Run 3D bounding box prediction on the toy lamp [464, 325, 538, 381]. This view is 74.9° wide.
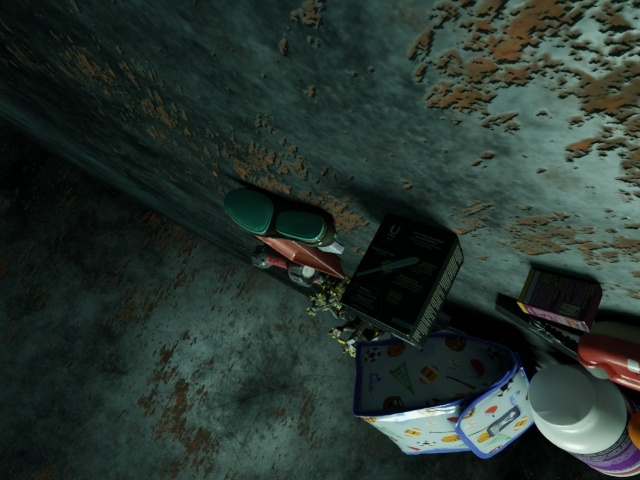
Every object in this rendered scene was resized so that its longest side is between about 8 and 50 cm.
[{"bbox_3d":[0.493,0.321,1.115,0.275,0.080,0.080,34,167,-21],"label":"toy lamp"}]

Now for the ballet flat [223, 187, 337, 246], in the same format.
[{"bbox_3d":[-0.085,-0.039,0.903,0.281,0.095,0.096,22,178,30],"label":"ballet flat"}]

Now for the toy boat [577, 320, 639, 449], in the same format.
[{"bbox_3d":[0.457,0.210,0.546,0.151,0.151,0.231,36,166,-33],"label":"toy boat"}]

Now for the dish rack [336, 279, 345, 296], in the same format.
[{"bbox_3d":[0.181,0.244,1.536,0.272,0.074,0.208,18,166,34],"label":"dish rack"}]

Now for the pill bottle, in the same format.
[{"bbox_3d":[0.592,0.389,0.919,0.323,0.181,0.181,36,166,-31],"label":"pill bottle"}]

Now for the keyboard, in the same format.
[{"bbox_3d":[0.390,0.156,0.725,0.180,0.023,0.108,33,178,26],"label":"keyboard"}]

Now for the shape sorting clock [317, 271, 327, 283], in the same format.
[{"bbox_3d":[-0.016,0.146,1.638,0.206,0.040,0.206,27,168,6],"label":"shape sorting clock"}]

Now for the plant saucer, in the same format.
[{"bbox_3d":[-0.081,0.008,1.187,0.258,0.047,0.259,37,166,-37],"label":"plant saucer"}]

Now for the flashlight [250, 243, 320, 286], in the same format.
[{"bbox_3d":[-0.134,0.083,1.469,0.103,0.103,0.304,-7,-168,-44],"label":"flashlight"}]

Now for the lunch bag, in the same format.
[{"bbox_3d":[0.322,0.390,1.042,0.386,0.238,0.328,-17,135,24],"label":"lunch bag"}]

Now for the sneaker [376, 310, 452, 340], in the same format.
[{"bbox_3d":[0.252,0.267,1.184,0.128,0.182,0.315,27,168,0],"label":"sneaker"}]

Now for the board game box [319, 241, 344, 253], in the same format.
[{"bbox_3d":[0.000,0.000,1.032,0.090,0.020,0.090,35,167,-27],"label":"board game box"}]

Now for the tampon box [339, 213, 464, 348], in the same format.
[{"bbox_3d":[0.131,0.063,0.653,0.120,0.161,0.101,23,167,31],"label":"tampon box"}]

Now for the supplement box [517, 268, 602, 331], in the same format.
[{"bbox_3d":[0.314,0.077,0.551,0.083,0.055,0.043,18,165,45],"label":"supplement box"}]

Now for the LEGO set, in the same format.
[{"bbox_3d":[0.079,0.286,1.386,0.331,0.192,0.255,49,145,-6],"label":"LEGO set"}]
